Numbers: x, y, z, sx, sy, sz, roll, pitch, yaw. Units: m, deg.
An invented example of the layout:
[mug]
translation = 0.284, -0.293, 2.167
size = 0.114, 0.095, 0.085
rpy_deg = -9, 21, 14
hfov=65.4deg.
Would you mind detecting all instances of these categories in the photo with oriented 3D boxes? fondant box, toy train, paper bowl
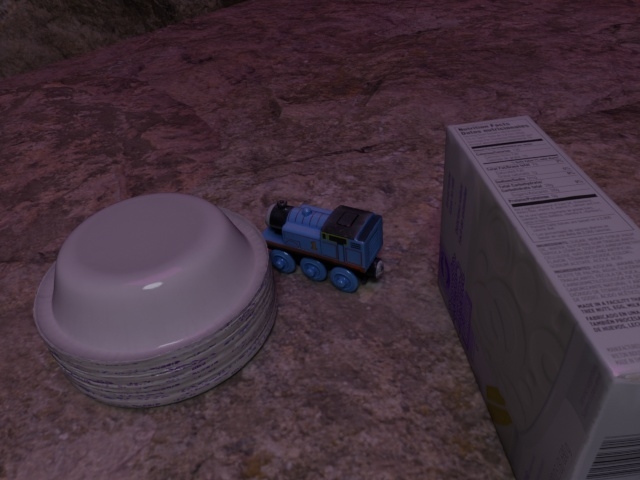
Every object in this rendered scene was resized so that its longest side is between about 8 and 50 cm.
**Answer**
[fondant box]
translation = 0.203, 0.062, 0.473
size = 0.096, 0.238, 0.330
rpy_deg = -7, 38, 1
[toy train]
translation = 0.000, 0.000, 0.685
size = 0.184, 0.105, 0.080
rpy_deg = 16, 43, 25
[paper bowl]
translation = -0.202, 0.047, 0.621
size = 0.285, 0.148, 0.284
rpy_deg = -3, 38, 2
